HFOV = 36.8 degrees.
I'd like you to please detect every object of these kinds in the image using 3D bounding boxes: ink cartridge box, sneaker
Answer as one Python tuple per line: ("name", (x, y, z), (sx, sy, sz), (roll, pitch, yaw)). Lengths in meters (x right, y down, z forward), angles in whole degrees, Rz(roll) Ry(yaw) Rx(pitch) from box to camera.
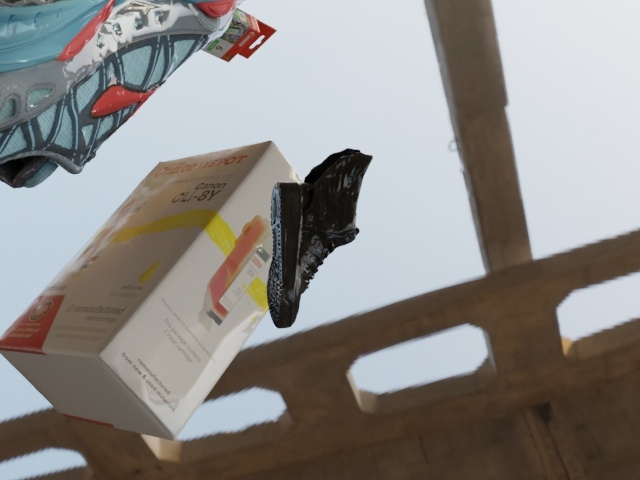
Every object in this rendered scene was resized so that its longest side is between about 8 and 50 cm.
("ink cartridge box", (-0.207, 0.055, 1.298), (0.279, 0.160, 0.385), (-4, -139, 47))
("sneaker", (-0.123, -0.090, 0.430), (0.104, 0.125, 0.262), (33, -156, 7))
("ink cartridge box", (-0.111, -0.254, 1.186), (0.063, 0.115, 0.029), (-38, -128, 31))
("sneaker", (-0.001, -0.001, 0.905), (0.089, 0.170, 0.051), (-3, -165, -20))
